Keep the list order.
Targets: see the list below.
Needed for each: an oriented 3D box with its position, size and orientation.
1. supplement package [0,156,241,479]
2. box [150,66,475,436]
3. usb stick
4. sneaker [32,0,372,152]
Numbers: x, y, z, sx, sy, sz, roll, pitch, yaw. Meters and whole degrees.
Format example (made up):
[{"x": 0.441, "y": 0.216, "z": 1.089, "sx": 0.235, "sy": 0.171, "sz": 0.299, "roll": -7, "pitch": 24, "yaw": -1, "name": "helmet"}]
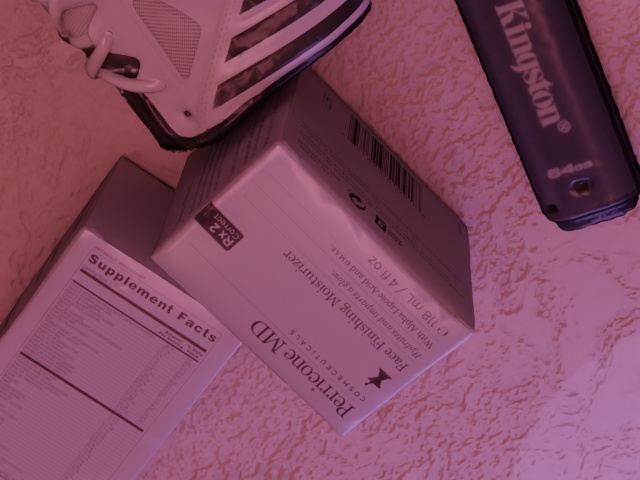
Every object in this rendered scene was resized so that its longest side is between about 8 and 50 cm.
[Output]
[{"x": -0.164, "y": 0.088, "z": 1.142, "sx": 0.139, "sy": 0.134, "sz": 0.244, "roll": 35, "pitch": 112, "yaw": -11, "name": "supplement package"}, {"x": 0.000, "y": 0.000, "z": 1.066, "sx": 0.119, "sy": 0.182, "sz": 0.181, "roll": -41, "pitch": 105, "yaw": 19, "name": "box"}, {"x": 0.142, "y": -0.135, "z": 1.070, "sx": 0.077, "sy": 0.045, "sz": 0.278, "roll": -21, "pitch": 111, "yaw": 12, "name": "usb stick"}, {"x": -0.179, "y": -0.165, "z": 1.013, "sx": 0.447, "sy": 0.169, "sz": 0.258, "roll": -6, "pitch": 111, "yaw": 4, "name": "sneaker"}]
